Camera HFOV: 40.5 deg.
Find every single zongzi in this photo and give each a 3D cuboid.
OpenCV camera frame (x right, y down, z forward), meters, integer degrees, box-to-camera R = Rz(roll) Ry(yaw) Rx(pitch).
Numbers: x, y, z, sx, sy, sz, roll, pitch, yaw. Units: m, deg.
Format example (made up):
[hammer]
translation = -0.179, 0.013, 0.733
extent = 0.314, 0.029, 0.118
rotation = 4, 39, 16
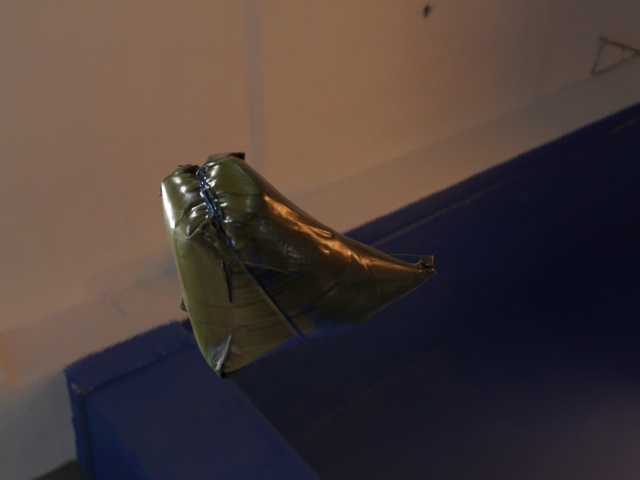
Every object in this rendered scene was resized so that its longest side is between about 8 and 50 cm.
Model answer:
[zongzi]
translation = 0.000, 0.000, 0.851
extent = 0.289, 0.123, 0.260
rotation = -17, -36, -13
